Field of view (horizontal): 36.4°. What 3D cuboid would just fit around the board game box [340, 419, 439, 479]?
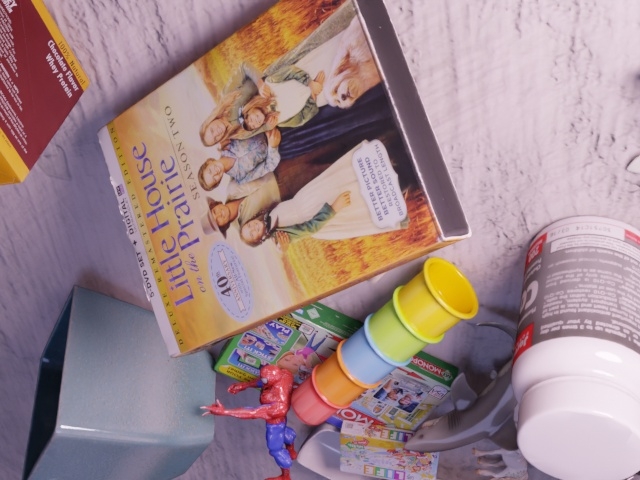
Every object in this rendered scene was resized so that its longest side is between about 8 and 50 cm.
[{"bbox_3d":[0.108,0.334,1.523,0.154,0.026,0.103,8,133,9],"label":"board game box"}]

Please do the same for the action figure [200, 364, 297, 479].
[{"bbox_3d":[-0.104,0.276,1.494,0.139,0.091,0.280,6,137,2],"label":"action figure"}]

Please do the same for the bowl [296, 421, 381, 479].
[{"bbox_3d":[0.044,0.344,1.610,0.142,0.053,0.142,27,138,-9],"label":"bowl"}]

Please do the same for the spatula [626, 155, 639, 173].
[{"bbox_3d":[0.464,-0.090,1.017,0.242,0.019,0.168,13,149,5],"label":"spatula"}]

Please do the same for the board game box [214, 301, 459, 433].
[{"bbox_3d":[0.019,0.194,1.471,0.317,0.046,0.213,25,136,-7],"label":"board game box"}]

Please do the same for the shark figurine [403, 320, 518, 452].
[{"bbox_3d":[0.255,0.229,1.361,0.166,0.116,0.278,7,130,-30],"label":"shark figurine"}]

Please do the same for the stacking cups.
[{"bbox_3d":[0.071,0.145,1.329,0.096,0.096,0.316,36,125,-18],"label":"stacking cups"}]

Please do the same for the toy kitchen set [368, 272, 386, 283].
[{"bbox_3d":[0.000,0.000,1.187,0.122,0.166,0.207,30,136,-12],"label":"toy kitchen set"}]

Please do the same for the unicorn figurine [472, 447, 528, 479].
[{"bbox_3d":[0.294,0.334,1.517,0.111,0.060,0.162,0,150,18],"label":"unicorn figurine"}]

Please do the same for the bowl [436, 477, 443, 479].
[{"bbox_3d":[0.178,0.497,1.661,0.297,0.134,0.298,10,136,10],"label":"bowl"}]

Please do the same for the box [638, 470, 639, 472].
[{"bbox_3d":[0.519,0.227,1.287,0.184,0.103,0.261,35,136,-20],"label":"box"}]

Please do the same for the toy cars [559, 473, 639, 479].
[{"bbox_3d":[0.392,0.342,1.361,0.176,0.087,0.393,35,179,39],"label":"toy cars"}]

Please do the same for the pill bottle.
[{"bbox_3d":[0.305,0.121,1.118,0.161,0.283,0.161,10,136,10],"label":"pill bottle"}]

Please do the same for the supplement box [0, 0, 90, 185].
[{"bbox_3d":[-0.394,-0.191,1.107,0.129,0.194,0.191,-5,132,23],"label":"supplement box"}]

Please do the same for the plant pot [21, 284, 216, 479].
[{"bbox_3d":[-0.300,0.253,1.511,0.252,0.248,0.247,13,140,-21],"label":"plant pot"}]

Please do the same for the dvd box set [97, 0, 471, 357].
[{"bbox_3d":[-0.065,-0.072,1.083,0.420,0.062,0.308,-25,80,37],"label":"dvd box set"}]
